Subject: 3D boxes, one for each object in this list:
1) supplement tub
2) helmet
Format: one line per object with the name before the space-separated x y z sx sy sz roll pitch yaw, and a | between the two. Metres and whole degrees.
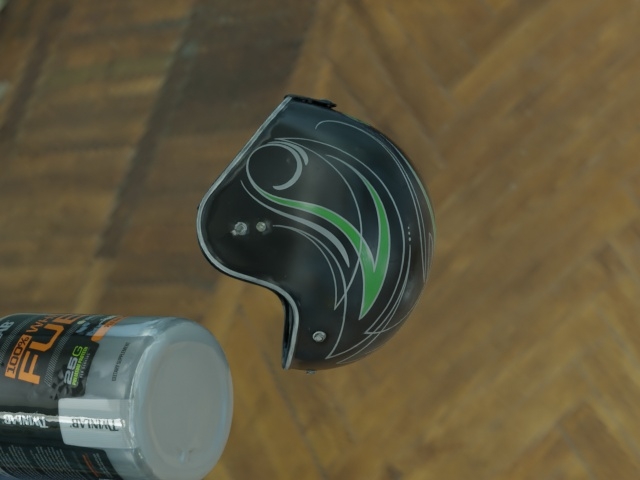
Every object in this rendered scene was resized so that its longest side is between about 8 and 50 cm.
supplement tub | -0.164 0.107 1.323 0.190 0.117 0.117 -1 60 32
helmet | 0.000 0.000 1.339 0.169 0.161 0.169 -52 2 2
